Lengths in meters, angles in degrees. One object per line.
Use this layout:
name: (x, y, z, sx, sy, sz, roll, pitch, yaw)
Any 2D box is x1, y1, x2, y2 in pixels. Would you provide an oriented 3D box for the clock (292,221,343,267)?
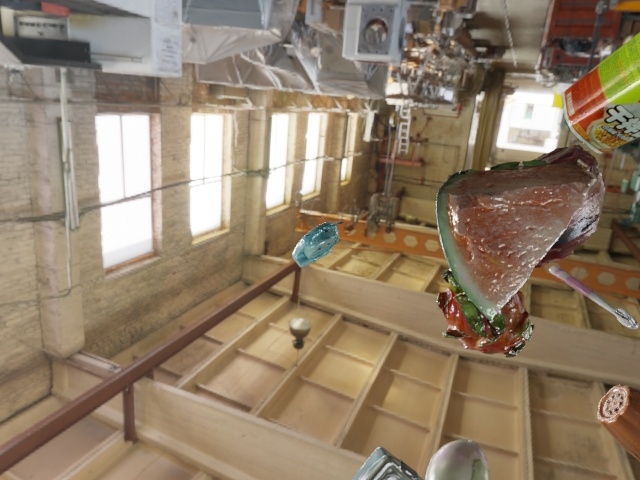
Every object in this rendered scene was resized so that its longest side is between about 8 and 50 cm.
clock: (-0.001, -0.001, 1.122, 0.108, 0.147, 0.045, -26, -109, -36)

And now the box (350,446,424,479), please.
box: (0.177, 0.729, 1.386, 0.162, 0.227, 0.130, 40, 179, -9)

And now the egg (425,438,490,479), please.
egg: (0.434, 0.723, 1.492, 0.183, 0.183, 0.217, 15, -129, 29)

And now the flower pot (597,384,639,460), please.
flower pot: (0.892, 0.504, 1.337, 0.173, 0.191, 0.190, 36, -157, 8)

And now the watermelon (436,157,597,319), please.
watermelon: (0.333, -0.063, 0.906, 0.222, 0.319, 0.292, 34, -161, 6)

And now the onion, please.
onion: (0.551, -0.071, 1.170, 0.314, 0.280, 0.146, -23, -177, 18)

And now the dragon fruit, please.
dragon fruit: (0.356, 0.157, 1.032, 0.200, 0.198, 0.269, 39, 175, 30)

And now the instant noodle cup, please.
instant noodle cup: (0.892, -0.420, 1.367, 0.293, 0.294, 0.308, -9, 162, -38)

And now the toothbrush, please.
toothbrush: (0.502, 0.095, 0.903, 0.020, 0.025, 0.286, -37, -168, 9)
